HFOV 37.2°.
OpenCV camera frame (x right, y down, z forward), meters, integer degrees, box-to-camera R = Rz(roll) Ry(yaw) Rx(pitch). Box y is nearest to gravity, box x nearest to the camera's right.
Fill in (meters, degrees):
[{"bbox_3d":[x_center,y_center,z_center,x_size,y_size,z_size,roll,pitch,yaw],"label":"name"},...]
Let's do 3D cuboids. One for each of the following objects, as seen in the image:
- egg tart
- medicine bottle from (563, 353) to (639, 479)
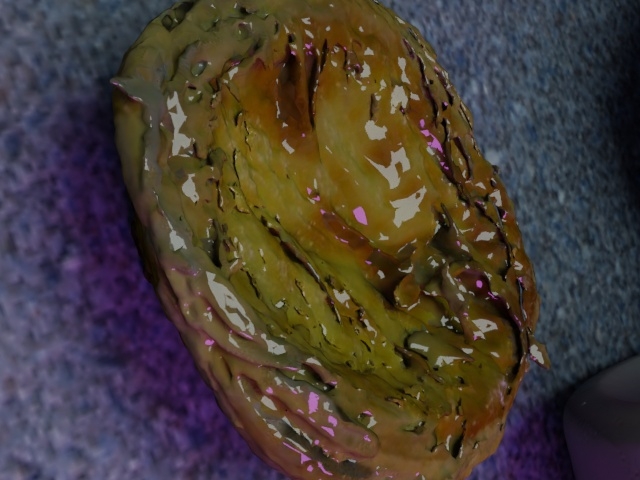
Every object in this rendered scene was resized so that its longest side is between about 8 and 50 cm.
[{"bbox_3d":[0.000,0.000,0.420,0.252,0.098,0.231,35,55,-30],"label":"egg tart"},{"bbox_3d":[0.280,0.243,0.491,0.219,0.219,0.388,-14,88,-38],"label":"medicine bottle"}]
